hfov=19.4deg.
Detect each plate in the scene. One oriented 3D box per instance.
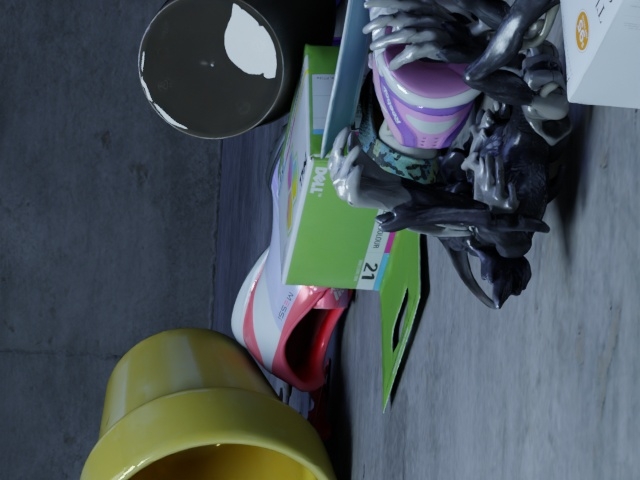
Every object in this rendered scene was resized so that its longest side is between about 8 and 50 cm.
[{"bbox_3d":[0.027,-0.154,1.467,0.188,0.024,0.188,-170,90,-89],"label":"plate"}]

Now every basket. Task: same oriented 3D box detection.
[{"bbox_3d":[-0.077,-0.178,1.688,0.227,0.154,0.204,-64,-11,-74],"label":"basket"}]

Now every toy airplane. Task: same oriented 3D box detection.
[{"bbox_3d":[-0.004,0.180,1.952,0.151,0.028,0.151,-171,90,-80],"label":"toy airplane"}]

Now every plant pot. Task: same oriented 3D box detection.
[{"bbox_3d":[-0.122,0.220,1.871,0.239,0.254,0.254,-111,25,-55],"label":"plant pot"}]

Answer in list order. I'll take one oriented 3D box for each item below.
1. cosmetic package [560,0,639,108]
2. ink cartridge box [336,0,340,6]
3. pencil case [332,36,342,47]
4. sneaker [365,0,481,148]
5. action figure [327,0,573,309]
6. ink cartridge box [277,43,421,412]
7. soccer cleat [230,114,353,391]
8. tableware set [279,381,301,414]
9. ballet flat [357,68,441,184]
[{"bbox_3d":[0.148,-0.188,0.891,0.099,0.060,0.239,106,166,-61],"label":"cosmetic package"},{"bbox_3d":[-0.003,-0.302,2.106,0.206,0.045,0.208,139,136,-79],"label":"ink cartridge box"},{"bbox_3d":[0.004,-0.135,1.910,0.151,0.064,0.070,101,-175,-48],"label":"pencil case"},{"bbox_3d":[0.070,-0.160,1.366,0.104,0.095,0.236,91,176,-51],"label":"sneaker"},{"bbox_3d":[0.080,-0.077,1.046,0.164,0.141,0.275,-83,5,-45],"label":"action figure"},{"bbox_3d":[0.022,-0.011,1.597,0.189,0.097,0.255,104,168,-53],"label":"ink cartridge box"},{"bbox_3d":[0.000,0.000,1.831,0.116,0.109,0.318,46,130,39],"label":"soccer cleat"},{"bbox_3d":[-0.023,0.177,2.053,0.128,0.039,0.194,87,-175,-61],"label":"tableware set"},{"bbox_3d":[0.063,-0.094,1.470,0.188,0.070,0.070,-100,16,-55],"label":"ballet flat"}]
